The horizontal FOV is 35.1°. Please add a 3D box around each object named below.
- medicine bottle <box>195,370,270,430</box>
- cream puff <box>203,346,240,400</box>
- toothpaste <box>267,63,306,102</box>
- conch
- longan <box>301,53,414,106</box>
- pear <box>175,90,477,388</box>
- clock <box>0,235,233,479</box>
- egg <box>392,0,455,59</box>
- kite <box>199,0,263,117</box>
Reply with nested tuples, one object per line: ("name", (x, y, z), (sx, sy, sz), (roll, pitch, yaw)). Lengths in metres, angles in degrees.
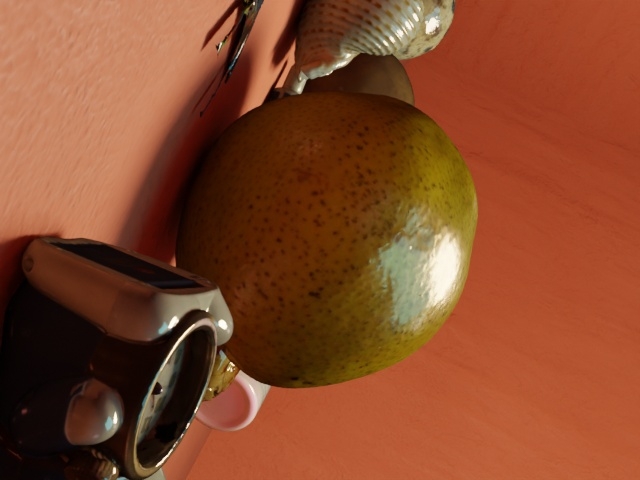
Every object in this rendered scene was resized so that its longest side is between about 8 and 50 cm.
("medicine bottle", (-0.130, 0.196, 1.725), (0.274, 0.133, 0.133), (-61, 177, -60))
("cream puff", (-0.122, 0.105, 1.117), (0.149, 0.084, 0.149), (24, 90, -83))
("toothpaste", (-0.064, -0.097, 1.115), (0.062, 0.037, 0.216), (70, 44, -79))
("conch", (0.033, -0.231, 1.061), (0.153, 0.102, 0.135), (-20, 177, -7))
("longan", (0.035, -0.160, 1.281), (0.189, 0.189, 0.189), (-64, 177, -5))
("pear", (0.000, 0.000, 0.937), (0.294, 0.294, 0.294), (-64, 177, -5))
("clock", (-0.145, 0.126, 0.603), (0.199, 0.147, 0.243), (-15, 127, -80))
("egg", (0.104, -0.308, 1.325), (0.181, 0.141, 0.141), (-88, -157, -76))
("kite", (-0.052, -0.194, 0.786), (0.183, 0.010, 0.160), (118, -4, -51))
